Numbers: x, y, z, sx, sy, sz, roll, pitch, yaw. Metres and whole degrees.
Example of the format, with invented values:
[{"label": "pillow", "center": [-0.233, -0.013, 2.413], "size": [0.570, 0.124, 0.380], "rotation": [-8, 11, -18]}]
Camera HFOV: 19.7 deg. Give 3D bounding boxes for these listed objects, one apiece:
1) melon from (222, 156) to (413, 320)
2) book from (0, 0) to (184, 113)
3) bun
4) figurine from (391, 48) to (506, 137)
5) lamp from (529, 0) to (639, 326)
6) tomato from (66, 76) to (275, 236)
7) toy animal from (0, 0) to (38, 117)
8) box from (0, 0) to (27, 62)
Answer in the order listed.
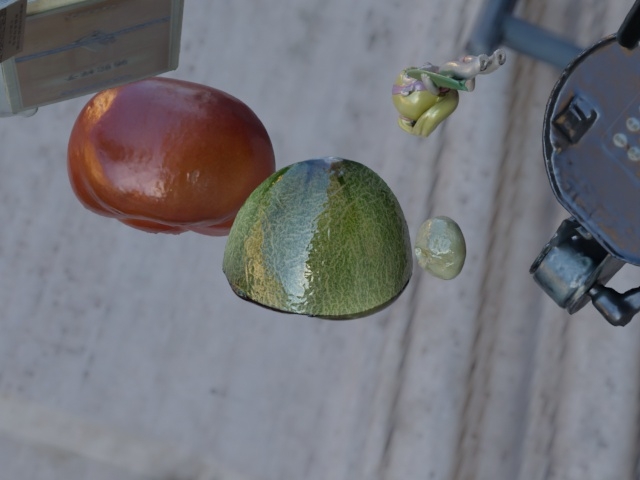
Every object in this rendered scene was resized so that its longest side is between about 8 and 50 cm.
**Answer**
[{"label": "melon", "center": [0.000, 0.000, 1.500], "size": [0.079, 0.160, 0.128], "rotation": [-96, 7, -67]}, {"label": "book", "center": [-0.205, -0.177, 1.652], "size": [0.241, 0.170, 0.018], "rotation": [111, 142, -75]}, {"label": "bun", "center": [0.147, 0.010, 2.353], "size": [0.086, 0.055, 0.086], "rotation": [174, 90, -68]}, {"label": "figurine", "center": [0.138, -0.169, 2.055], "size": [0.187, 0.083, 0.083], "rotation": [-21, 49, 55]}, {"label": "lamp", "center": [0.334, -0.105, 1.587], "size": [0.272, 0.205, 0.374], "rotation": [-34, -18, -37]}, {"label": "tomato", "center": [-0.178, -0.098, 2.205], "size": [0.260, 0.260, 0.180], "rotation": [154, 128, -75]}, {"label": "toy animal", "center": [-0.396, -0.225, 1.930], "size": [0.140, 0.282, 0.138], "rotation": [-45, -38, -15]}, {"label": "box", "center": [-0.269, -0.164, 1.478], "size": [0.083, 0.024, 0.053], "rotation": [-44, -29, -51]}]
